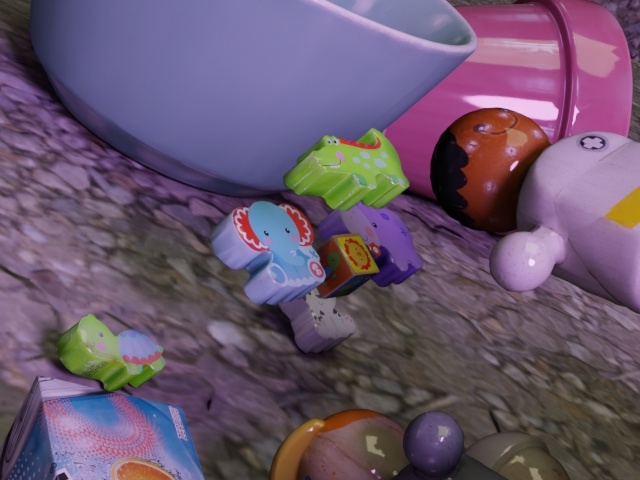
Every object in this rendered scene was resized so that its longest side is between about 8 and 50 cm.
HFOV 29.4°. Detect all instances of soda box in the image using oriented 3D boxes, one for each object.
[{"bbox_3d":[-0.060,0.123,0.364,0.058,0.063,0.183,18,24,-30],"label":"soda box"}]

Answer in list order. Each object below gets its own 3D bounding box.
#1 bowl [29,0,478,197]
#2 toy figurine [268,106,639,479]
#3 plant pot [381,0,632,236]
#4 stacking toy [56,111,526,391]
[{"bbox_3d":[-0.067,-0.143,0.819,0.311,0.163,0.311,26,21,-11],"label":"bowl"},{"bbox_3d":[0.104,0.058,0.497,0.148,0.213,0.209,27,6,41],"label":"toy figurine"},{"bbox_3d":[0.121,-0.108,0.977,0.180,0.201,0.201,7,27,-16],"label":"plant pot"},{"bbox_3d":[0.000,0.000,0.572,0.221,0.167,0.052,-5,62,-55],"label":"stacking toy"}]
